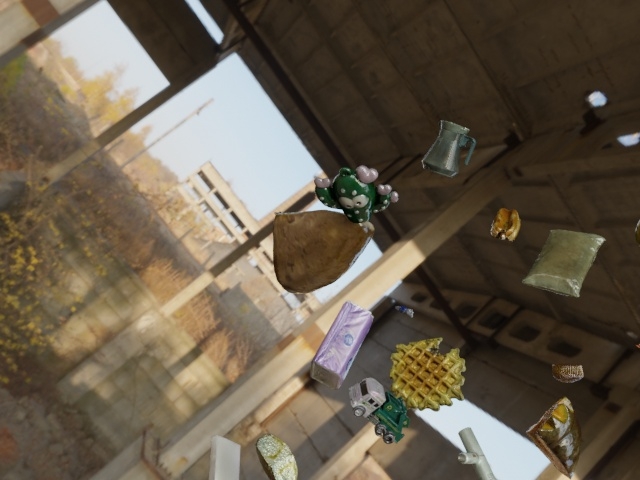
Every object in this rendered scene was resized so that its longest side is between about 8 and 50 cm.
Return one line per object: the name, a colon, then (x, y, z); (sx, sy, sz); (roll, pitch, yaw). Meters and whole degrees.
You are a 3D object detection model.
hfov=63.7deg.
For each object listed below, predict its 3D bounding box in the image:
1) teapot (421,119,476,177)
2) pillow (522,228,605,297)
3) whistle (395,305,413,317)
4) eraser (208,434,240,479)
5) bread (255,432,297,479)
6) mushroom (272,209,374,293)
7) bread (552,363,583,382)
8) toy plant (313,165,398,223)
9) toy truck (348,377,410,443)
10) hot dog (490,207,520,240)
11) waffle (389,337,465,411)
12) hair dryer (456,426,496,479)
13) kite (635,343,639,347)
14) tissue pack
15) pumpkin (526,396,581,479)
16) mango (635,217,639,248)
teapot: (0.573, -0.402, 2.285); (0.203, 0.225, 0.170); (29, 18, 34)
pillow: (0.830, 0.066, 1.752); (0.184, 0.302, 0.075); (13, -42, 40)
whistle: (0.318, 0.267, 1.951); (0.083, 0.029, 0.033); (17, -67, 47)
eraser: (-0.251, 0.598, 1.347); (0.104, 0.023, 0.151); (48, 27, -42)
bread: (-0.124, 0.628, 1.446); (0.157, 0.082, 0.095); (46, -47, 26)
mushroom: (0.008, 0.040, 1.907); (0.224, 0.314, 0.397); (13, -12, -43)
bread: (0.716, 0.384, 1.492); (0.085, 0.084, 0.053); (113, -23, -78)
toy plant: (0.110, -0.151, 1.652); (0.232, 0.113, 0.243); (-22, -44, 35)
toy truck: (0.189, 0.512, 1.576); (0.216, 0.116, 0.110); (45, 14, -18)
hot dog: (0.769, -0.065, 2.134); (0.109, 0.269, 0.072); (13, -62, 21)
waffle: (0.354, 0.445, 1.718); (0.056, 0.261, 0.250); (57, 28, -49)
hair dryer: (0.378, 0.545, 1.334); (0.183, 0.044, 0.155); (40, 19, -40)
kite: (0.830, 0.229, 1.210); (0.016, 0.320, 0.234); (26, -48, 54)
tissue pack: (0.098, 0.471, 2.326); (0.160, 0.338, 0.242); (27, -28, 11)
pumpkin: (0.622, 0.499, 1.304); (0.149, 0.130, 0.254); (50, -3, 26)
mango: (0.963, -0.027, 1.467); (0.191, 0.122, 0.086); (61, 26, -23)
